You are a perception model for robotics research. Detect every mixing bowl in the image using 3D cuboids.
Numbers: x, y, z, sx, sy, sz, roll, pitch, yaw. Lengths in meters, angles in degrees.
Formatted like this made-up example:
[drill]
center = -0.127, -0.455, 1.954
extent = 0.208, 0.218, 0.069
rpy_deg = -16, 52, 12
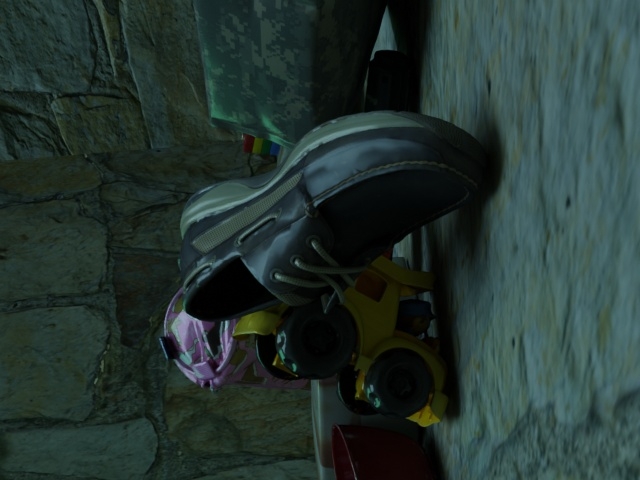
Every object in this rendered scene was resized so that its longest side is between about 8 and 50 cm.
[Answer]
[mixing bowl]
center = 0.080, 0.291, 1.153
extent = 0.181, 0.098, 0.182
rpy_deg = 170, 90, -80

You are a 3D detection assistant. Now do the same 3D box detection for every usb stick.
[usb stick]
center = 0.066, -0.070, 1.119
extent = 0.077, 0.045, 0.278
rpy_deg = -111, 25, -69

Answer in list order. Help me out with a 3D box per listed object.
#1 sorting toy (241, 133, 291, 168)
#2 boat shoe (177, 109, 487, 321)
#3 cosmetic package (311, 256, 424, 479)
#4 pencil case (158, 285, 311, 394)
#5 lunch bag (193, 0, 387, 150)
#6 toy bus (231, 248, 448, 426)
[sorting toy]
center = -0.073, -0.259, 1.614
extent = 0.255, 0.089, 0.257
rpy_deg = 115, 159, -71
[boat shoe]
center = 0.000, 0.000, 0.863
extent = 0.355, 0.132, 0.130
rpy_deg = -22, 53, 48
[cosmetic package]
center = 0.052, 0.182, 1.262
extent = 0.153, 0.129, 0.296
rpy_deg = -97, 5, -52
[pencil case]
center = -0.069, 0.156, 1.568
extent = 0.160, 0.167, 0.386
rpy_deg = 45, -163, 32
[lunch bag]
center = -0.009, -0.278, 1.074
extent = 0.235, 0.168, 0.287
rpy_deg = 89, -154, -55
[toy bus]
center = 0.047, 0.066, 1.041
extent = 0.211, 0.220, 0.149
rpy_deg = -65, 9, -15
